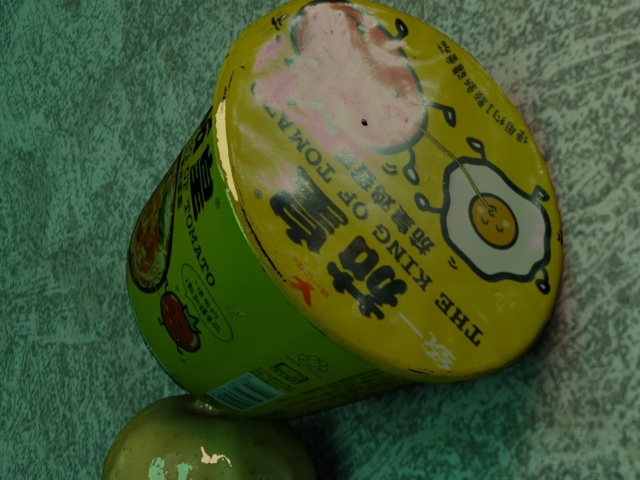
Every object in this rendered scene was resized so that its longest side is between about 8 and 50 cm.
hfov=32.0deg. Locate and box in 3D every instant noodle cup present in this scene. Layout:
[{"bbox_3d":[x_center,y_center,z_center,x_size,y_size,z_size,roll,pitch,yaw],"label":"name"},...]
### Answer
[{"bbox_3d":[0.000,0.000,0.927,0.254,0.325,0.326,-38,50,49],"label":"instant noodle cup"}]

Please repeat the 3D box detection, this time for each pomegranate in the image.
[{"bbox_3d":[-0.105,0.238,1.044,0.207,0.207,0.207,-20,62,45],"label":"pomegranate"}]
